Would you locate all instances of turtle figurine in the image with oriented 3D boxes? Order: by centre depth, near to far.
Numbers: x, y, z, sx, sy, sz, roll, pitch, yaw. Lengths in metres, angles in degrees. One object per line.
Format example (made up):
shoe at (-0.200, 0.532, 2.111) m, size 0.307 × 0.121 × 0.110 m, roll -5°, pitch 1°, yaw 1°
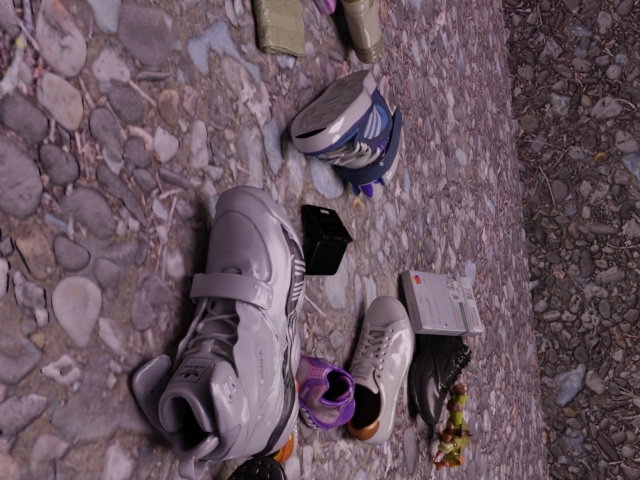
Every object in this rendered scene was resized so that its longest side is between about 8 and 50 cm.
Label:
turtle figurine at (0.324, 0.452, 1.702) m, size 0.269 × 0.087 × 0.218 m, roll 45°, pitch 49°, yaw -72°

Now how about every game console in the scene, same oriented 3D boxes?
game console at (0.000, 0.000, 1.277) m, size 0.107 × 0.071 × 0.122 m, roll 60°, pitch 21°, yaw 17°

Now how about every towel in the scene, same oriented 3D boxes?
towel at (-0.065, -0.366, 1.188) m, size 0.148 × 0.027 × 0.110 m, roll -18°, pitch 101°, yaw -62°

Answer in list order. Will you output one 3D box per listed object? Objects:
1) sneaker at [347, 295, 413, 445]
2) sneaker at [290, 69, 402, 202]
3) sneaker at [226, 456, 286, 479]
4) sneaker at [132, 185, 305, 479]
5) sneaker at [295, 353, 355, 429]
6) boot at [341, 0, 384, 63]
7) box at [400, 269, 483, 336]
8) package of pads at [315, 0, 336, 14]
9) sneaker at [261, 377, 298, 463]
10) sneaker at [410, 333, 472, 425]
sneaker at (0.107, 0.235, 1.344) m, size 0.123 × 0.105 × 0.290 m, roll 40°, pitch 52°, yaw -57°
sneaker at (0.068, -0.158, 1.302) m, size 0.236 × 0.130 × 0.323 m, roll 67°, pitch 26°, yaw -23°
sneaker at (-0.091, 0.438, 0.963) m, size 0.124 × 0.107 × 0.284 m, roll 37°, pitch 60°, yaw -69°
sneaker at (-0.119, 0.111, 0.888) m, size 0.210 × 0.137 × 0.366 m, roll -4°, pitch 93°, yaw -66°
sneaker at (0.015, 0.253, 1.167) m, size 0.236 × 0.104 × 0.095 m, roll 49°, pitch 43°, yaw -51°
boot at (0.085, -0.479, 1.446) m, size 0.165 × 0.077 × 0.213 m, roll 68°, pitch 19°, yaw -44°
box at (0.283, 0.147, 1.640) m, size 0.186 × 0.038 × 0.145 m, roll 8°, pitch 59°, yaw -32°
package of pads at (0.003, -0.474, 1.332) m, size 0.083 × 0.031 × 0.050 m, roll 51°, pitch 39°, yaw -48°
sneaker at (-0.071, 0.247, 1.049) m, size 0.067 × 0.064 × 0.175 m, roll -5°, pitch 87°, yaw -53°
sneaker at (0.288, 0.292, 1.666) m, size 0.109 × 0.130 × 0.286 m, roll 48°, pitch 46°, yaw -53°
